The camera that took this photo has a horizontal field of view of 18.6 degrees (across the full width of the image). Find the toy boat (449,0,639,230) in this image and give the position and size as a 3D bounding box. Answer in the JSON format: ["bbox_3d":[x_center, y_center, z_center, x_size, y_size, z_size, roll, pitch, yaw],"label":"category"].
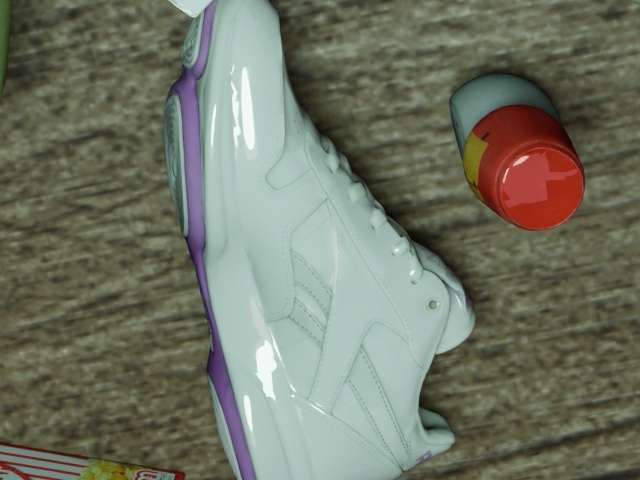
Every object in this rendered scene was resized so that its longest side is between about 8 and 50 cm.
[{"bbox_3d":[0.153,-0.155,0.976,0.267,0.148,0.318,25,103,-11],"label":"toy boat"}]

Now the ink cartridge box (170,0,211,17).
[{"bbox_3d":[-0.041,-0.181,0.960,0.063,0.150,0.109,41,108,-11],"label":"ink cartridge box"}]

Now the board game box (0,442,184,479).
[{"bbox_3d":[-0.183,0.168,1.102,0.193,0.147,0.045,9,111,0],"label":"board game box"}]

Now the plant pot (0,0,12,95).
[{"bbox_3d":[-0.247,-0.175,0.937,0.276,0.276,0.254,3,122,3],"label":"plant pot"}]

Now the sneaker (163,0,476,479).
[{"bbox_3d":[0.000,0.000,1.063,0.152,0.114,0.305,-13,114,-6],"label":"sneaker"}]
